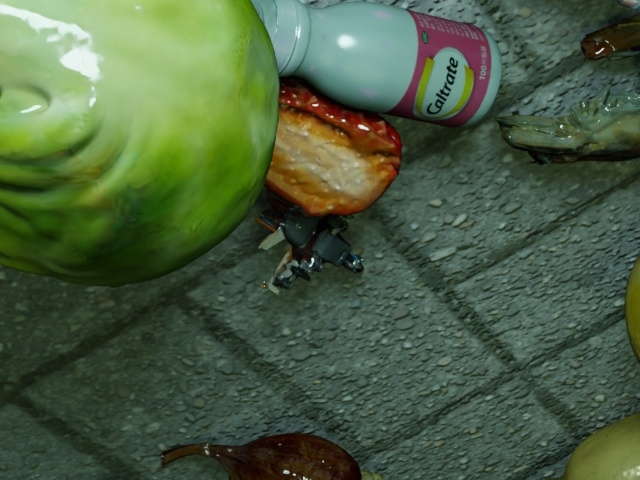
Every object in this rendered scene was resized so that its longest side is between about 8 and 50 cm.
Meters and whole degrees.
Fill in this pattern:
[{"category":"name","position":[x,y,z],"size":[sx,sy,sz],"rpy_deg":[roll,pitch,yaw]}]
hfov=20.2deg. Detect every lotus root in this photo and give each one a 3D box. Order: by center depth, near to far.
[{"category":"lotus root","position":[0.393,0.266,2.090],"size":[0.303,0.131,0.146],"rpy_deg":[-28,139,10]}]

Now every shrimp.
[{"category":"shrimp","position":[0.284,-0.141,1.643],"size":[0.253,0.058,0.173],"rpy_deg":[-6,131,-21]}]

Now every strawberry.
[{"category":"strawberry","position":[-0.013,-0.098,1.548],"size":[0.188,0.082,0.121],"rpy_deg":[33,127,-25]}]

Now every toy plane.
[{"category":"toy plane","position":[0.008,0.006,1.686],"size":[0.135,0.062,0.188],"rpy_deg":[-54,138,-1]}]

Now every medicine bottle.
[{"category":"medicine bottle","position":[0.041,-0.153,1.494],"size":[0.217,0.090,0.090],"rpy_deg":[9,133,-30]}]

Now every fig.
[{"category":"fig","position":[-0.061,0.248,1.920],"size":[0.201,0.146,0.134],"rpy_deg":[35,120,0]}]

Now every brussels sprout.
[{"category":"brussels sprout","position":[-0.191,-0.101,1.320],"size":[0.344,0.268,0.344],"rpy_deg":[-6,139,-5]}]

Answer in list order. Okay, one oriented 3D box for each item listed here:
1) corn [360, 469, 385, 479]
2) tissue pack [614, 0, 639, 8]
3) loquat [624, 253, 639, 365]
[{"category":"corn","position":[0.039,0.373,2.100],"size":[0.097,0.097,0.320],"rpy_deg":[-11,141,-11]},{"category":"tissue pack","position":[0.196,-0.253,1.430],"size":[0.148,0.108,0.060],"rpy_deg":[17,125,-35]},{"category":"loquat","position":[0.426,0.087,1.818],"size":[0.244,0.244,0.244],"rpy_deg":[-12,140,-10]}]
